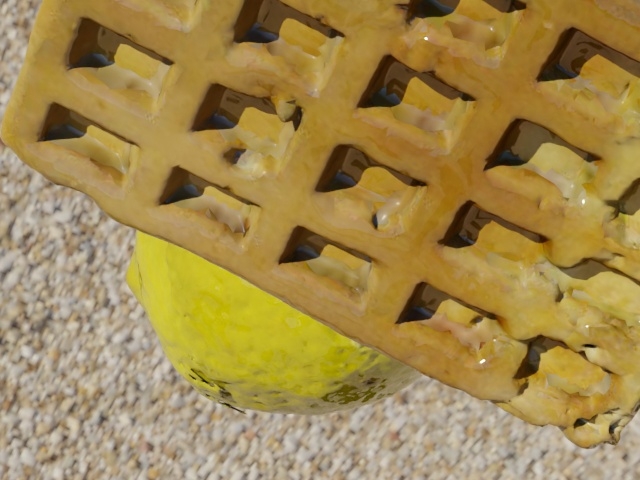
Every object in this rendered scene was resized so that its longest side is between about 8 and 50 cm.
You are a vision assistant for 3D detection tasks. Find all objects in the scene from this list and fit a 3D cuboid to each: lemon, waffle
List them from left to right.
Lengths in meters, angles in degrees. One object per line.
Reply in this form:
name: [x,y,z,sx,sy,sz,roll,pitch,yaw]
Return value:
lemon: [0.000,0.000,1.279,0.387,0.350,0.350,-8,51,1]
waffle: [0.039,-0.060,0.580,0.327,0.224,0.098,28,36,-1]
